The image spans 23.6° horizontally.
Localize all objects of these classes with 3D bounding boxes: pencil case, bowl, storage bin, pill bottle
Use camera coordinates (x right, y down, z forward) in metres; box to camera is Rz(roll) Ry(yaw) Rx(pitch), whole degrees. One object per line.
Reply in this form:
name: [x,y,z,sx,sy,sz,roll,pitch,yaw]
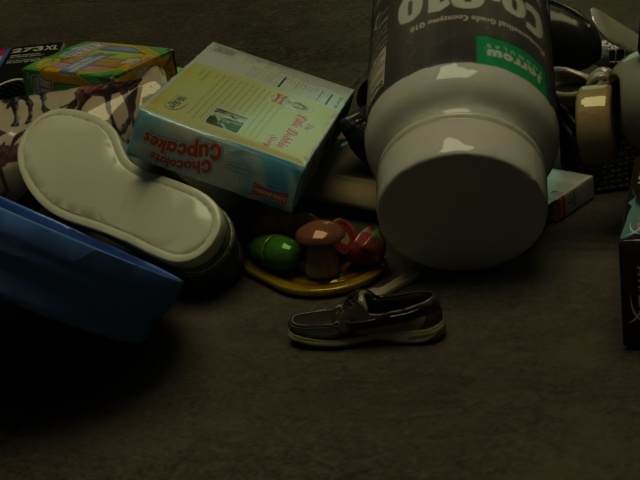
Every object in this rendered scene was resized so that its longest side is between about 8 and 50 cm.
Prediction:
pencil case: [-0.362,-0.101,1.830,0.410,0.160,0.183,-12,43,-8]
bowl: [-0.322,-0.006,1.448,0.391,0.077,0.391,23,-2,1]
storage bin: [0.371,-0.123,1.759,0.180,0.084,0.122,-8,23,-2]
pill bottle: [0.151,-0.154,1.637,0.204,0.204,0.361,-4,46,8]

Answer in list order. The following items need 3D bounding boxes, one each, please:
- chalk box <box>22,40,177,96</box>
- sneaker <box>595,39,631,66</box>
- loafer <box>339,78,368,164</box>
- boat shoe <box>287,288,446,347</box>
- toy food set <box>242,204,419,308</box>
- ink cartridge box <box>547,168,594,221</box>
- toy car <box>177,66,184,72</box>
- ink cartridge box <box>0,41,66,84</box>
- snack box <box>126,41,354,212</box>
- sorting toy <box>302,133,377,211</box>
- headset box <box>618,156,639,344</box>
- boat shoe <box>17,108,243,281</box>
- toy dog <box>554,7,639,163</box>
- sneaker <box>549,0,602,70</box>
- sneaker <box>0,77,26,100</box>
chalk box: [-0.305,-0.184,2.044,0.213,0.132,0.132,8,28,34]
sneaker: [0.428,-0.258,2.107,0.098,0.038,0.069,-19,25,-24]
loafer: [0.084,-0.166,1.808,0.076,0.078,0.223,-41,8,36]
boat shoe: [0.042,0.069,1.457,0.152,0.049,0.056,-4,24,8]
toy food set: [0.000,0.000,1.602,0.128,0.071,0.218,-22,28,-31]
ink cartridge box: [0.245,-0.044,1.685,0.063,0.029,0.115,13,32,38]
toy car: [-0.256,-0.234,2.199,0.225,0.053,0.239,13,16,24]
ink cartridge box: [-0.478,-0.234,2.302,0.176,0.069,0.371,-7,21,2]
snack box: [-0.080,-0.136,1.722,0.187,0.060,0.322,19,22,4]
sorting toy: [0.068,-0.083,1.810,0.348,0.047,0.196,12,34,37]
headset box: [0.432,0.004,1.413,0.293,0.110,0.218,0,24,17]
boat shoe: [-0.208,-0.043,1.666,0.319,0.099,0.116,29,82,34]
toy dog: [0.358,-0.199,1.630,0.220,0.161,0.333,-7,26,-1]
sneaker: [0.223,-0.260,2.110,0.331,0.122,0.146,12,48,36]
sneaker: [-0.463,-0.168,2.096,0.161,0.057,0.075,-44,27,-9]
